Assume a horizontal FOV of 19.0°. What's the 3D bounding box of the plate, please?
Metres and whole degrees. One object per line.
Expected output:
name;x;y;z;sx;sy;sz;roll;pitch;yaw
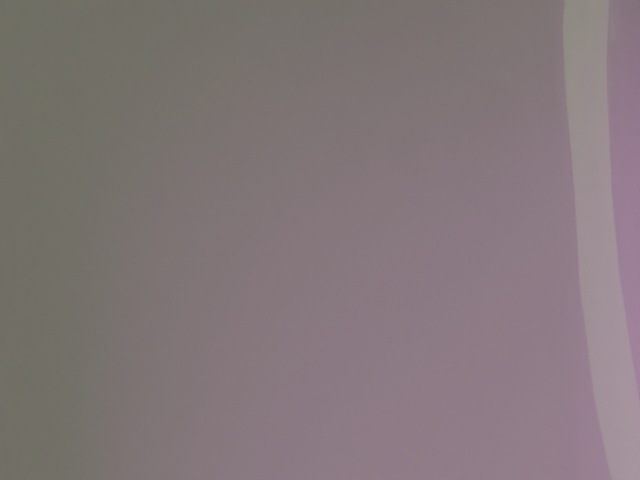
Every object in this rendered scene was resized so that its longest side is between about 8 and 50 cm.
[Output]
plate;0.000;0.000;0.512;0.278;0.045;0.277;-8;95;-36
